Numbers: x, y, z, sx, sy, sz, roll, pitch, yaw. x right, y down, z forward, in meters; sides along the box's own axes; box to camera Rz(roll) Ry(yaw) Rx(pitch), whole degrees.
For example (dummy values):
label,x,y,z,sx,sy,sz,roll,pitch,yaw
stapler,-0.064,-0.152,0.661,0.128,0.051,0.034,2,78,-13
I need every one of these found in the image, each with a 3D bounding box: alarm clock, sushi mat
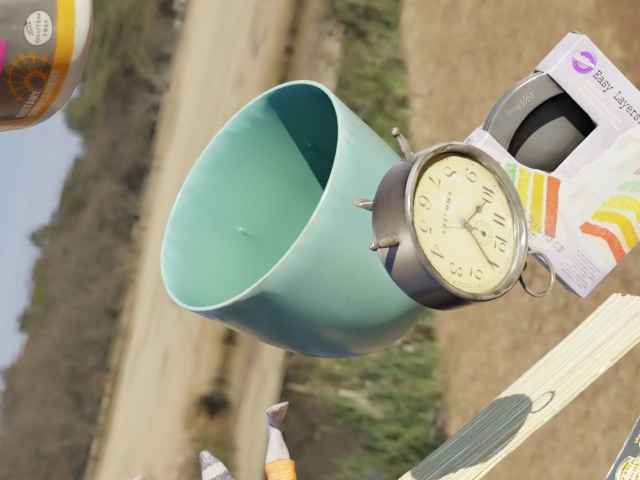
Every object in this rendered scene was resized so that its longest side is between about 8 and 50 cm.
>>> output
label,x,y,z,sx,sy,sz,roll,pitch,yaw
alarm clock,0.116,-0.002,1.253,0.064,0.192,0.129,-24,47,51
sushi mat,0.199,0.150,1.486,0.316,0.019,0.151,-39,5,-12

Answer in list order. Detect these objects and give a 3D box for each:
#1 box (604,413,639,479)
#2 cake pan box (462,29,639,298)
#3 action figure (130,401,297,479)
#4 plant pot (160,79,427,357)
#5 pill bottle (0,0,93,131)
label,x,y,z,sx,sy,sz,roll,pitch,yaw
box,0.373,0.174,1.401,0.175,0.051,0.220,25,86,47
cake pan box,0.328,-0.100,2.024,0.246,0.267,0.070,-45,14,1
action figure,-0.015,0.354,1.758,0.330,0.341,0.178,62,159,9
plant pot,0.000,0.000,1.798,0.293,0.235,0.293,-32,40,33
pill bottle,-0.285,-0.132,0.914,0.278,0.162,0.162,-12,-54,-46
